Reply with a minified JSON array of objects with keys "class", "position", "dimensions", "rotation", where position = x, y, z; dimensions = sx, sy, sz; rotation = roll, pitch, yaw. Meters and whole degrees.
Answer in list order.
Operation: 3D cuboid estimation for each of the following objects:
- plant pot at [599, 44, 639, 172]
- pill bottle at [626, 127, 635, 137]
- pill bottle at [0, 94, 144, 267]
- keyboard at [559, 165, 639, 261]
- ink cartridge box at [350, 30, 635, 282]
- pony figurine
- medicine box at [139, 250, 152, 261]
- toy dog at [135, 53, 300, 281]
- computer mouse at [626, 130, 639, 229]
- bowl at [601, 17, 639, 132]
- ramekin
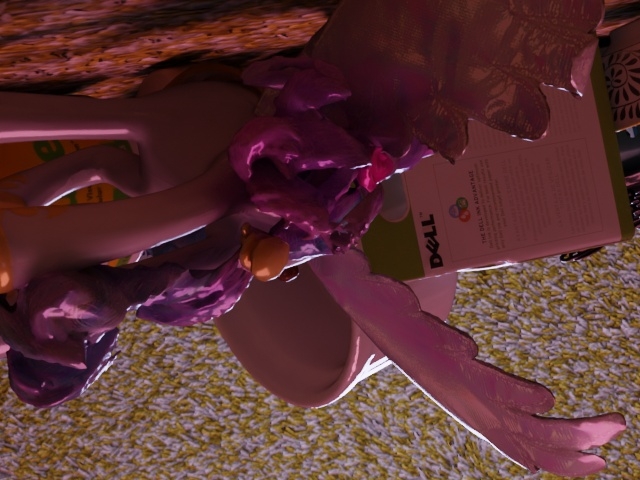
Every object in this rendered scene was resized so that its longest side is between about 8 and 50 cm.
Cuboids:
[{"class":"plant pot","position":[0.274,-0.116,1.650],"dimensions":[0.165,0.166,0.234],"rotation":[-13,172,-6]},{"class":"pill bottle","position":[0.486,-0.132,1.883],"dimensions":[0.204,0.204,0.361],"rotation":[-13,178,-18]},{"class":"pill bottle","position":[-0.237,-0.019,1.043],"dimensions":[0.136,0.136,0.245],"rotation":[-14,178,41]},{"class":"keyboard","position":[0.318,-0.034,1.634],"dimensions":[0.317,0.033,0.201],"rotation":[-19,163,17]},{"class":"ink cartridge box","position":[0.113,-0.068,1.329],"dimensions":[0.255,0.189,0.097],"rotation":[-11,179,-24]},{"class":"pony figurine","position":[-0.025,-0.032,0.871],"dimensions":[0.363,0.303,0.351],"rotation":[-16,-148,-27]},{"class":"medicine box","position":[-0.161,-0.007,2.014],"dimensions":[0.289,0.149,0.263],"rotation":[-14,179,-18]},{"class":"toy dog","position":[-0.104,-0.033,1.226],"dimensions":[0.220,0.161,0.333],"rotation":[-12,178,-20]},{"class":"computer mouse","position":[0.283,-0.112,1.872],"dimensions":[0.272,0.072,0.188],"rotation":[15,151,7]},{"class":"bowl","position":[0.295,-0.156,1.388],"dimensions":[0.170,0.080,0.170],"rotation":[-24,-177,1]},{"class":"ramekin","position":[0.000,0.000,1.477],"dimensions":[0.135,0.277,0.277],"rotation":[-21,-177,-31]}]
